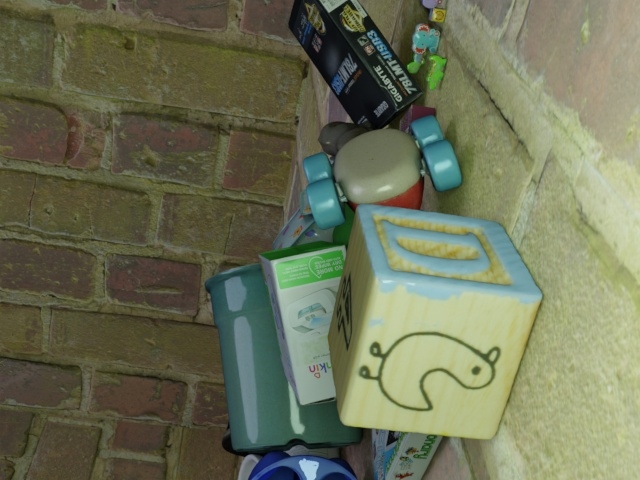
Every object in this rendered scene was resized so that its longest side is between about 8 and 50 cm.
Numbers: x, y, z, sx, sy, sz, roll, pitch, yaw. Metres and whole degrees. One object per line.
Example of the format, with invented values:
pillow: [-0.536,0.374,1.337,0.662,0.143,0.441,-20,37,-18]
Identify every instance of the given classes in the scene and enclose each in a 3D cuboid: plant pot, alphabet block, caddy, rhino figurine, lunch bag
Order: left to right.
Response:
plant pot: [-0.055,0.240,1.705,0.341,0.341,0.334,122,147,-71]
caddy: [-0.038,0.538,1.537,0.179,0.241,0.341,-129,46,-85]
lunch bag: [0.007,-0.025,1.982,0.262,0.160,0.223,-54,13,14]
rhino figurine: [0.075,-0.177,1.597,0.243,0.106,0.073,-147,55,-63]
alphabet block: [0.122,0.091,1.015,0.193,0.192,0.197,-95,14,-63]

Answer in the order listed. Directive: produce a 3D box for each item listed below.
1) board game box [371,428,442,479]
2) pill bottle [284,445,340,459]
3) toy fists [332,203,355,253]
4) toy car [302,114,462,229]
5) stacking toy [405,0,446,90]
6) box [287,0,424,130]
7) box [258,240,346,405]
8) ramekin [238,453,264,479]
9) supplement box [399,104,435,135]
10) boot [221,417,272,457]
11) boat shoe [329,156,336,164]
board game box: [0.130,0.235,1.266,0.305,0.053,0.193,103,170,-47]
pill bottle: [-0.023,0.472,1.853,0.229,0.131,0.131,-93,13,-52]
toy fists: [0.091,0.051,1.455,0.142,0.096,0.279,-59,41,48]
toy car: [0.113,-0.035,1.335,0.210,0.219,0.238,-99,-10,-63]
stacking toy: [0.184,-0.380,1.472,0.167,0.052,0.221,-106,24,-70]
box: [0.056,-0.352,1.658,0.293,0.073,0.295,56,172,-2]
box: [-0.011,0.125,1.430,0.262,0.127,0.231,-164,63,-81]
ramekin: [-0.093,0.631,1.994,0.277,0.135,0.277,-179,90,-68]
supplement box: [0.163,-0.191,1.474,0.083,0.043,0.055,129,147,-76]
boot: [-0.135,0.342,2.072,0.377,0.138,0.284,106,175,-54]
boat shoe: [0.095,-0.098,1.649,0.306,0.113,0.105,-140,45,-64]
